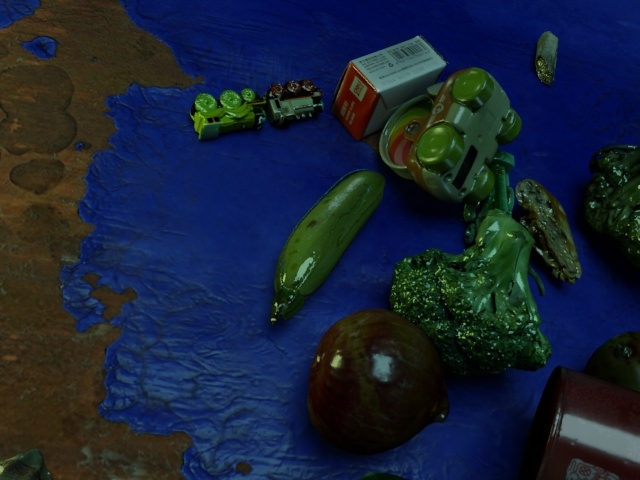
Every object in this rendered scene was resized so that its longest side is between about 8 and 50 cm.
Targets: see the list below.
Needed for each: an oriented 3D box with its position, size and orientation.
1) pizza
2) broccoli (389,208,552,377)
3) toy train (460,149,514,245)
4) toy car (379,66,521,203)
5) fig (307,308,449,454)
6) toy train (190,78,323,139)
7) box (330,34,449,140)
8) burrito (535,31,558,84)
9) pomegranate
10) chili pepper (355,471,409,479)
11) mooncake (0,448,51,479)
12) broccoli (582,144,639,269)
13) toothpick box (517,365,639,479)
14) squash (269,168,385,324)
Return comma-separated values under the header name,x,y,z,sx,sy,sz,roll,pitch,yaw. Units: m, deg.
name,x,y,z,sx,sy,sz,roll,pitch,yaw
pizza,0.397,-0.008,1.219,0.154,0.069,0.194,25,47,-54
broccoli,0.225,0.080,1.015,0.261,0.269,0.242,34,86,33
toy train,0.295,-0.063,1.208,0.071,0.105,0.178,15,55,-12
toy car,0.201,-0.186,1.198,0.145,0.235,0.235,36,42,-42
fig,0.078,0.191,0.923,0.205,0.205,0.205,8,55,-12
toy train,-0.105,-0.233,1.228,0.249,0.053,0.085,-15,71,-26
box,0.123,-0.284,1.283,0.182,0.133,0.099,-29,70,-29
burrito,0.497,-0.405,1.538,0.055,0.041,0.149,30,53,-14
pomegranate,0.489,0.232,1.051,0.159,0.159,0.205,-41,104,-34
chili pepper,0.067,0.401,0.733,0.233,0.257,0.249,26,52,6
mooncake,-0.353,0.310,0.771,0.125,0.073,0.130,-17,66,-29
broccoli,0.637,-0.083,1.225,0.303,0.284,0.321,-12,43,-13
toothpick box,0.443,0.309,0.895,0.333,0.204,0.204,17,52,14
squash,0.000,0.000,1.078,0.094,0.094,0.341,32,55,5
